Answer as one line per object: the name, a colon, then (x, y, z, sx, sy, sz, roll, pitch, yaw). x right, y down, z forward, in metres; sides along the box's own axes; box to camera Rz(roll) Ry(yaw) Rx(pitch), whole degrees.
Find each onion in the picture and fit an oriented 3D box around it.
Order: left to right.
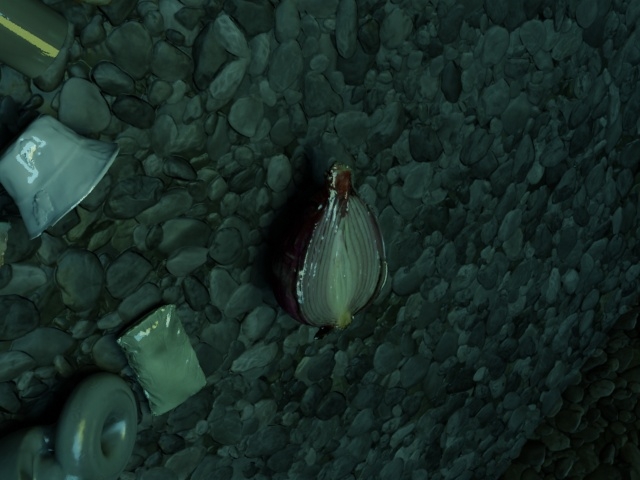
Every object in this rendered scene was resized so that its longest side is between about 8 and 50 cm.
onion: (0.000, 0.000, 1.551, 0.267, 0.159, 0.349, -15, 111, -45)

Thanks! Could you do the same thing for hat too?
hat: (-0.419, -0.115, 1.183, 0.203, 0.203, 0.126, -48, 111, -11)

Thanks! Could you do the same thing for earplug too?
earplug: (-0.457, 0.373, 1.362, 0.325, 0.175, 0.214, -38, 134, -31)

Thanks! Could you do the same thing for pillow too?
pillow: (-0.302, 0.234, 1.486, 0.128, 0.051, 0.229, -29, 126, -21)

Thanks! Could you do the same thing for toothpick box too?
toothpick box: (-0.462, -0.319, 1.082, 0.180, 0.111, 0.111, 30, 90, -43)

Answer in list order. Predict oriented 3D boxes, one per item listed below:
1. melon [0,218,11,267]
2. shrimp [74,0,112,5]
melon: (-0.541, 0.049, 1.202, 0.054, 0.098, 0.182, 28, 74, -67)
shrimp: (-0.305, -0.528, 1.142, 0.247, 0.085, 0.360, -2, 114, -47)
